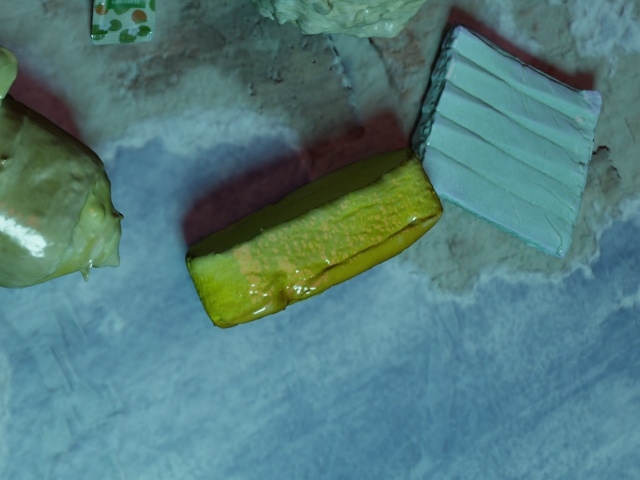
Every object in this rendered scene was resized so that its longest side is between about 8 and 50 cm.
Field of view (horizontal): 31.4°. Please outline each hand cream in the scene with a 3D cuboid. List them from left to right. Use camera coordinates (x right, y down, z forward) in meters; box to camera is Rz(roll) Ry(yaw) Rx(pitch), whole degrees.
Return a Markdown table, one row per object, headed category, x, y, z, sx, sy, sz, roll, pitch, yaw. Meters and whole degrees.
| category | x | y | z | sx | sy | sz | roll | pitch | yaw |
| --- | --- | --- | --- | --- | --- | --- | --- | --- | --- |
| hand cream | -0.163 | -0.240 | 0.954 | 0.057 | 0.037 | 0.165 | -8 | 127 | -22 |

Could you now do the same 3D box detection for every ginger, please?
| category | x | y | z | sx | sy | sz | roll | pitch | yaw |
| --- | --- | --- | --- | --- | --- | --- | --- | --- | --- |
| ginger | -0.266 | -0.059 | 0.894 | 0.267 | 0.152 | 0.138 | 51 | 46 | -34 |

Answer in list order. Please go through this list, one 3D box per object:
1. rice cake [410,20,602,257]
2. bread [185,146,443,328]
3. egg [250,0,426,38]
| category | x | y | z | sx | sy | sz | roll | pitch | yaw |
| --- | --- | --- | --- | --- | --- | --- | --- | --- | --- |
| rice cake | 0.187 | -0.099 | 1.139 | 0.198 | 0.037 | 0.189 | 17 | 86 | -23 |
| bread | 0.000 | 0.000 | 1.030 | 0.245 | 0.102 | 0.094 | -27 | 100 | -21 |
| egg | 0.008 | -0.310 | 0.931 | 0.310 | 0.279 | 0.279 | 43 | 75 | -38 |
